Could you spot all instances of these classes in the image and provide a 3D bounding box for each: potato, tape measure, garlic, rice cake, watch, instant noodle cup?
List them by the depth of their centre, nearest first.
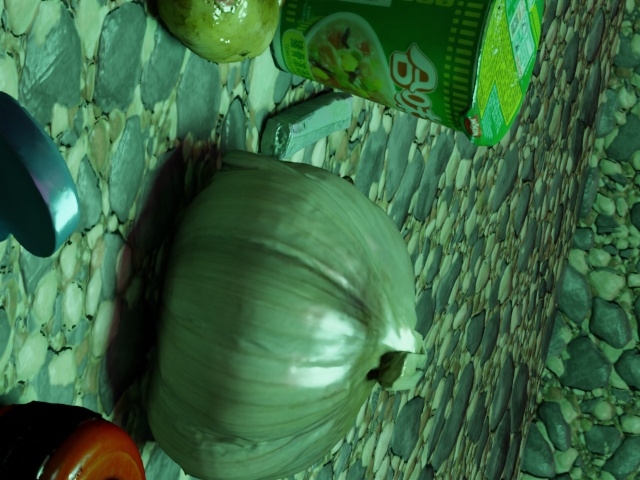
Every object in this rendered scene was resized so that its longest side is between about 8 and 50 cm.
[{"bbox_3d":[-0.274,-0.026,1.157,0.193,0.211,0.211,-42,145,-31],"label":"watch"},{"bbox_3d":[-0.227,0.258,1.553,0.253,0.114,0.260,70,34,-59],"label":"tape measure"},{"bbox_3d":[-0.086,-0.210,1.703,0.107,0.080,0.170,-62,161,-7],"label":"potato"},{"bbox_3d":[-0.043,0.078,1.834,0.322,0.241,0.322,-9,102,-50],"label":"garlic"},{"bbox_3d":[0.080,-0.213,1.949,0.207,0.232,0.207,14,90,-72],"label":"instant noodle cup"},{"bbox_3d":[-0.009,-0.123,2.062,0.211,0.034,0.043,-34,137,-65],"label":"rice cake"}]

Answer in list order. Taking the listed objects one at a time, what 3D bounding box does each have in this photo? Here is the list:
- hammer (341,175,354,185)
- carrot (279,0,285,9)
[{"bbox_3d":[0.000,0.000,2.198,0.178,0.021,0.065,-58,155,-44],"label":"hammer"},{"bbox_3d":[-0.017,-0.307,1.908,0.048,0.048,0.216,34,75,-71],"label":"carrot"}]
